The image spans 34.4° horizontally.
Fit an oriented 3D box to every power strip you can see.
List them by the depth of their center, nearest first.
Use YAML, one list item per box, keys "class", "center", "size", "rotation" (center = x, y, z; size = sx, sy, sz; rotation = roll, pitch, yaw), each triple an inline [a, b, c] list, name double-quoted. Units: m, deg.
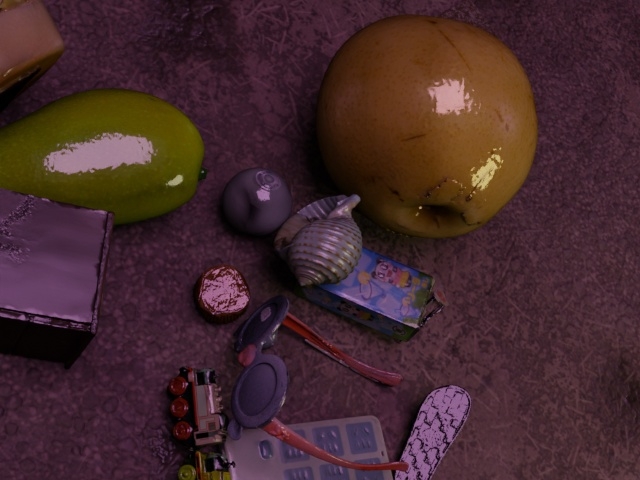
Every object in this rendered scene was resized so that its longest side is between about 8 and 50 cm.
- class: "power strip"
  center: [-0.022, 0.315, 1.444]
  size: [0.270, 0.046, 0.118]
  rotation: [-2, 70, -26]

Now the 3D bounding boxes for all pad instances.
- class: "pad"
  center: [0.245, -0.341, 1.884]
  size: [0.235, 0.003, 0.158]
  rotation: [-33, 85, -33]

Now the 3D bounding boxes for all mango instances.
- class: "mango"
  center: [-0.327, -0.111, 1.418]
  size: [0.342, 0.156, 0.192]
  rotation: [-8, 70, -26]

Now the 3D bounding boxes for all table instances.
- class: "table"
  center: [-0.385, 0.051, 1.311]
  size: [0.193, 0.169, 0.173]
  rotation: [14, 63, -21]

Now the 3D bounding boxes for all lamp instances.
- class: "lamp"
  center: [-0.094, -0.058, 1.537]
  size: [0.105, 0.105, 0.105]
  rotation: [10, 64, -22]

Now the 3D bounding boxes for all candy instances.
- class: "candy"
  center: [0.067, 0.068, 1.564]
  size: [0.194, 0.062, 0.097]
  rotation: [24, 61, -2]

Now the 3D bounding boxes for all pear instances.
- class: "pear"
  center: [0.160, -0.174, 1.578]
  size: [0.348, 0.348, 0.349]
  rotation: [10, 64, -22]

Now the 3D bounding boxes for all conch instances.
- class: "conch"
  center: [0.000, 0.007, 1.487]
  size: [0.153, 0.135, 0.102]
  rotation: [-44, 131, -47]

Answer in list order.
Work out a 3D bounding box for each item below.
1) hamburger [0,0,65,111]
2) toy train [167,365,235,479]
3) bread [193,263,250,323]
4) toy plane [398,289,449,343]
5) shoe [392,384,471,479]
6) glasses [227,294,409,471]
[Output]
- class: "hamburger"
  center: [-0.478, -0.235, 1.331]
  size: [0.176, 0.300, 0.300]
  rotation: [51, 56, -13]
- class: "toy train"
  center: [-0.154, 0.287, 1.371]
  size: [0.085, 0.053, 0.250]
  rotation: [-15, 70, 14]
- class: "bread"
  center: [-0.143, 0.079, 1.485]
  size: [0.085, 0.053, 0.085]
  rotation: [4, 70, -11]
- class: "toy plane"
  center: [0.154, 0.111, 1.627]
  size: [0.120, 0.031, 0.049]
  rotation: [-36, 92, -31]
- class: "shoe"
  center: [0.160, 0.295, 1.543]
  size: [0.071, 0.049, 0.179]
  rotation: [29, 76, 2]
- class: "glasses"
  center: [-0.006, 0.222, 1.448]
  size: [0.268, 0.118, 0.234]
  rotation: [38, 27, -26]
